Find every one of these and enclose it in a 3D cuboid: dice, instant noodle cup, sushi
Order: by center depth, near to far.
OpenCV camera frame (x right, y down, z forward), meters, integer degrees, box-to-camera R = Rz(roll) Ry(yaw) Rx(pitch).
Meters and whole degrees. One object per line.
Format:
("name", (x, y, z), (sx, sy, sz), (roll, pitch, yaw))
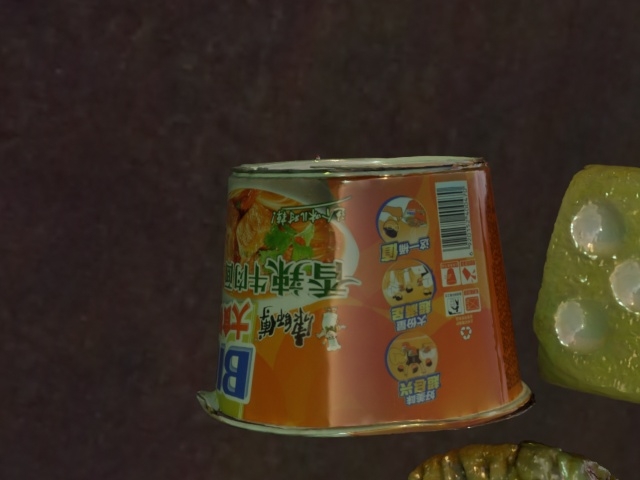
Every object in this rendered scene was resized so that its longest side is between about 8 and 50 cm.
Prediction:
("instant noodle cup", (0.040, 0.037, 1.245), (0.296, 0.296, 0.214), (-11, 100, -64))
("dice", (0.359, 0.055, 1.490), (0.238, 0.226, 0.233), (14, 86, -68))
("sushi", (0.196, 0.317, 1.556), (0.139, 0.274, 0.184), (29, 60, -54))

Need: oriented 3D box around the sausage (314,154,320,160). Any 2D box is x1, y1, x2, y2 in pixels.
("sausage", (0.000, 0.000, 1.761), (0.029, 0.029, 0.223), (-40, 133, -56))
